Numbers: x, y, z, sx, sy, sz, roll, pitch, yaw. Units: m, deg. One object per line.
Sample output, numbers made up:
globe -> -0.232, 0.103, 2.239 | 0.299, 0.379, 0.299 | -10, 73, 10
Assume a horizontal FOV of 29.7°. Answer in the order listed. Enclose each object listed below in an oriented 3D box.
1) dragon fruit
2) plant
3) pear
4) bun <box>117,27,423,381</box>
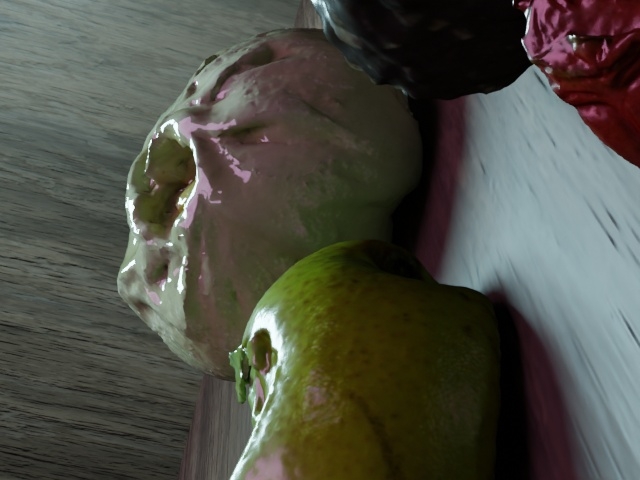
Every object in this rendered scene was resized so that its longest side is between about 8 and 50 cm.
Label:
dragon fruit -> 0.134, -0.107, 0.457 | 0.083, 0.106, 0.162 | 129, 155, -70
plant -> 0.090, -0.208, 0.656 | 0.276, 0.198, 0.189 | 110, 164, -62
pear -> 0.018, 0.105, 0.738 | 0.238, 0.164, 0.256 | 115, 167, -64
bun -> -0.073, -0.040, 1.146 | 0.365, 0.219, 0.365 | -47, 33, 45
